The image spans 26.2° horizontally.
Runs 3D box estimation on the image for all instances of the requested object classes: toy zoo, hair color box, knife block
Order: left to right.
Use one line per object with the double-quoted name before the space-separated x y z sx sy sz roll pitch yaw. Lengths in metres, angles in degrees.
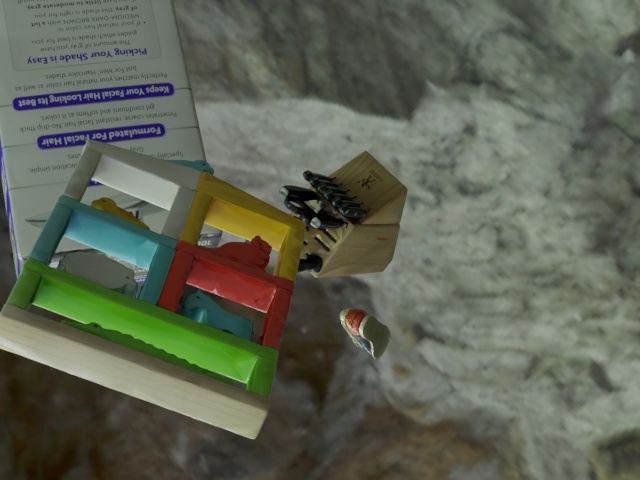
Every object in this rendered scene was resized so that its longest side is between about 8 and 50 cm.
"hair color box" -0.219 -0.127 1.311 0.185 0.339 0.110 -7 -23 -15
"toy zoo" -0.113 0.015 1.035 0.192 0.293 0.030 21 -58 -6
"knife block" 0.000 0.000 1.880 0.242 0.088 0.276 -36 -22 -23

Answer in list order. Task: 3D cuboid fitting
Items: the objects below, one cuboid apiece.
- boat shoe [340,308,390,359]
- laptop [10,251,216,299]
"boat shoe" 0.065 0.133 1.987 0.049 0.043 0.137 -64 -26 -13
"laptop" -0.242 0.016 1.821 0.136 0.264 0.234 -59 11 -32
